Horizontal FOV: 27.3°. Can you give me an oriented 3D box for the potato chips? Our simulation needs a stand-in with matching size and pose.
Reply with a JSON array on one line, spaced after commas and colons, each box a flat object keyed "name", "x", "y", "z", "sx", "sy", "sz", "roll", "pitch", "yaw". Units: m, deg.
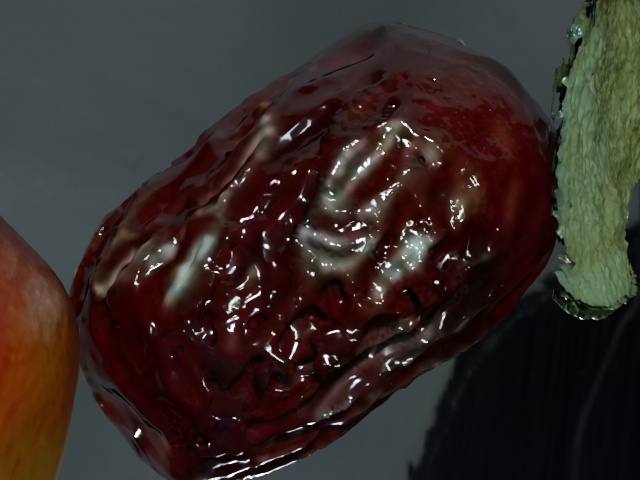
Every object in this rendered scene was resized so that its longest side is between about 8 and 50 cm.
[{"name": "potato chips", "x": 0.115, "y": -0.053, "z": 0.529, "sx": 0.026, "sy": 0.209, "sz": 0.142, "roll": -1, "pitch": 146, "yaw": 22}]

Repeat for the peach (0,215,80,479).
[{"name": "peach", "x": -0.276, "y": 0.087, "z": 0.737, "sx": 0.307, "sy": 0.332, "sz": 0.308, "roll": 4, "pitch": 117, "yaw": 7}]

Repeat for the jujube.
[{"name": "jujube", "x": 0.000, "y": 0.000, "z": 0.930, "sx": 0.258, "sy": 0.376, "sz": 0.258, "roll": 47, "pitch": 157, "yaw": 26}]
